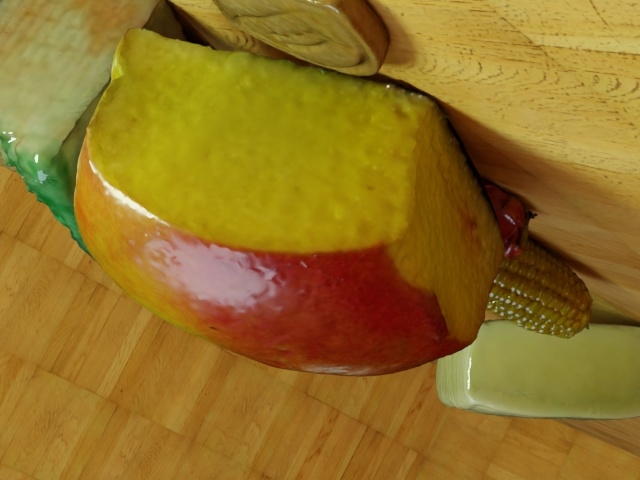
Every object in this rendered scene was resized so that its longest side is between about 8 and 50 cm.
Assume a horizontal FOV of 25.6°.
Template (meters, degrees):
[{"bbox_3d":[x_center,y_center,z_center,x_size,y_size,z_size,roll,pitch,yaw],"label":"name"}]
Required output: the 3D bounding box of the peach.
[{"bbox_3d":[-0.021,-0.004,1.225,0.381,0.242,0.306,11,156,0],"label":"peach"}]

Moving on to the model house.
[{"bbox_3d":[-0.266,-0.132,1.442,0.280,0.245,0.312,21,162,25],"label":"model house"}]

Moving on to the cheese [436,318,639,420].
[{"bbox_3d":[0.279,0.162,1.753,0.243,0.123,0.265,-1,174,-3],"label":"cheese"}]

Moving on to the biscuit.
[{"bbox_3d":[-0.018,-0.167,1.067,0.142,0.029,0.221,30,173,-25],"label":"biscuit"}]

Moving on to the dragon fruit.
[{"bbox_3d":[0.148,-0.021,1.384,0.126,0.068,0.112,23,170,39],"label":"dragon fruit"}]

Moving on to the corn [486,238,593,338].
[{"bbox_3d":[0.159,0.013,1.500,0.313,0.102,0.102,26,174,-9],"label":"corn"}]
